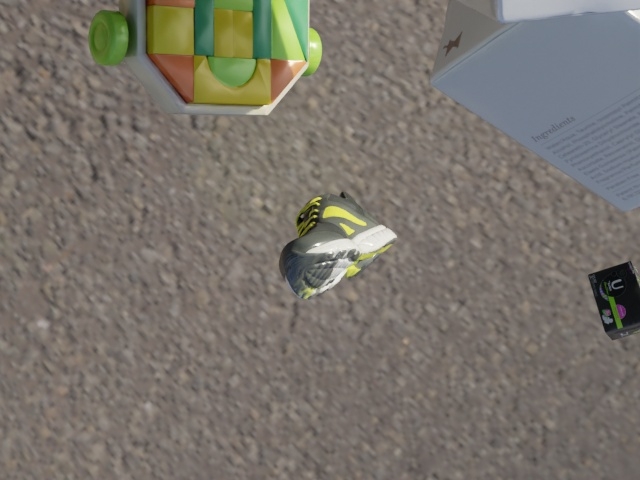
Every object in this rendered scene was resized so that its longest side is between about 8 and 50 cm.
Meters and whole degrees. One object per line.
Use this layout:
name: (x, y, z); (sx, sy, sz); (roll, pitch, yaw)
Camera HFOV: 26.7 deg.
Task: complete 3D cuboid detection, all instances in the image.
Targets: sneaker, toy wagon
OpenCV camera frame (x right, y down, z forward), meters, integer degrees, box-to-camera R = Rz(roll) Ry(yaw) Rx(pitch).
sneaker: (0.000, 0.000, 0.554); (0.031, 0.035, 0.083); (-47, 167, 20)
toy wagon: (-0.113, -0.306, 1.427); (0.267, 0.068, 0.344); (-3, 95, -38)

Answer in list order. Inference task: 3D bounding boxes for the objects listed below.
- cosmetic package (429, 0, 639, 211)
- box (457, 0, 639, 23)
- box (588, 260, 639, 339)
cosmetic package: (0.426, -0.309, 1.919); (0.393, 0.327, 0.329); (30, 57, -21)
box: (0.214, -0.305, 1.194); (0.215, 0.345, 0.168); (-8, 107, -5)
box: (0.393, 0.079, 1.764); (0.062, 0.083, 0.052); (-20, 157, 16)
